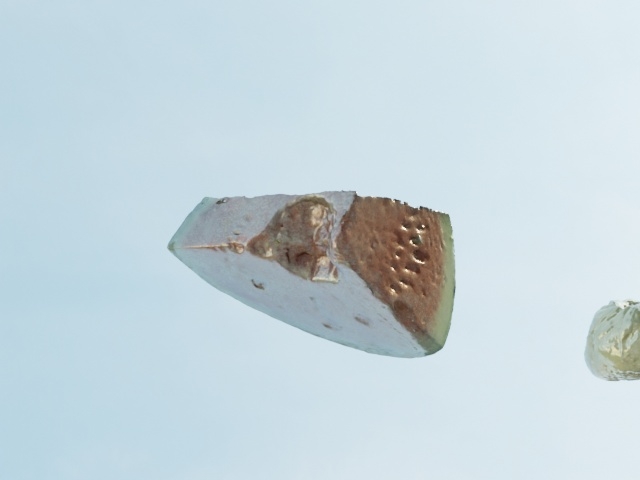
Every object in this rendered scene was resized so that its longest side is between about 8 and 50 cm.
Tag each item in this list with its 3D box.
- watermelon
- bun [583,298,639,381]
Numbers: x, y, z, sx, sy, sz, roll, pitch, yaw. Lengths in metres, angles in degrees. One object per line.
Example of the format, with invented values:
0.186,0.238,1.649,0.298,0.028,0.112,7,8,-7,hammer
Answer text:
0.000,0.000,1.053,0.318,0.226,0.148,19,-110,11,watermelon
0.425,0.125,1.300,0.188,0.164,0.111,20,-118,-60,bun
